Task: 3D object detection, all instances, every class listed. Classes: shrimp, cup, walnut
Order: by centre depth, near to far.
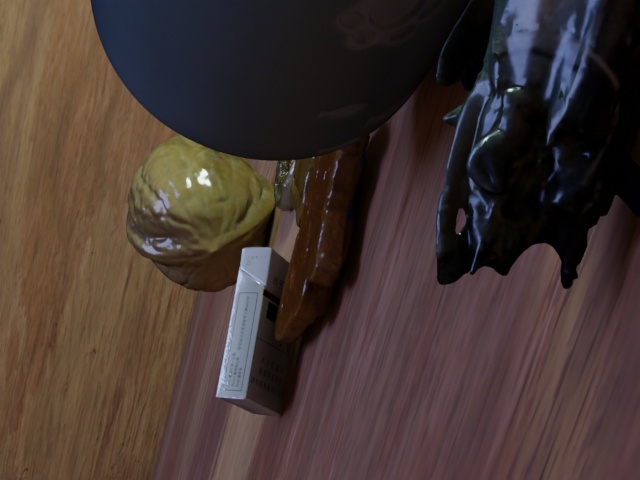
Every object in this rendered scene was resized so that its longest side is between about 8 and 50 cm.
[{"bbox_3d":[0.097,-0.117,0.432,0.178,0.075,0.289,123,158,-86],"label":"shrimp"},{"bbox_3d":[0.009,-0.238,0.678,0.357,0.259,0.274,-47,-8,-30],"label":"cup"},{"bbox_3d":[-0.174,-0.042,1.501,0.261,0.225,0.225,-121,43,-58],"label":"walnut"}]

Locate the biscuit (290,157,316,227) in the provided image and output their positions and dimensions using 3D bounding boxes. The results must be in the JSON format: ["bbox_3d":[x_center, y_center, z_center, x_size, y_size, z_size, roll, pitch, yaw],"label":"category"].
[{"bbox_3d":[0.007,-0.139,1.082,0.184,0.035,0.249,-106,30,-70],"label":"biscuit"}]

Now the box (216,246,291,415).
[{"bbox_3d":[-0.059,0.092,1.040,0.084,0.040,0.154,39,-124,-57],"label":"box"}]

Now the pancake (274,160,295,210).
[{"bbox_3d":[-0.034,-0.111,1.317,0.151,0.025,0.152,-169,90,-81],"label":"pancake"}]

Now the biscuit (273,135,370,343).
[{"bbox_3d":[0.000,0.000,0.923,0.183,0.043,0.280,-83,6,-49],"label":"biscuit"}]
